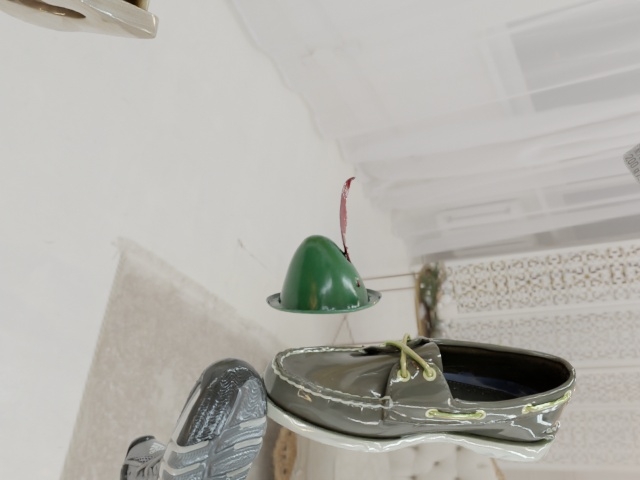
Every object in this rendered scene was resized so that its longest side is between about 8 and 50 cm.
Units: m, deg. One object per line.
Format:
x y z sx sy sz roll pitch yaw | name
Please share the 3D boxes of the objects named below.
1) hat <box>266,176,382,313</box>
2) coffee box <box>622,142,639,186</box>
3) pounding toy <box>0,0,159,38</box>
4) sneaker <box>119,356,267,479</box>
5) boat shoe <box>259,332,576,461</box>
0.000 0.000 0.988 0.208 0.173 0.183 -155 -117 -76 | hat
0.700 -0.068 0.918 0.338 0.334 0.337 3 55 -51 | coffee box
-0.187 -0.228 0.353 0.269 0.154 0.155 13 86 -56 | pounding toy
-0.125 0.183 0.559 0.086 0.132 0.229 1 110 -42 | sneaker
0.093 0.131 0.602 0.109 0.305 0.091 -111 -145 -59 | boat shoe
